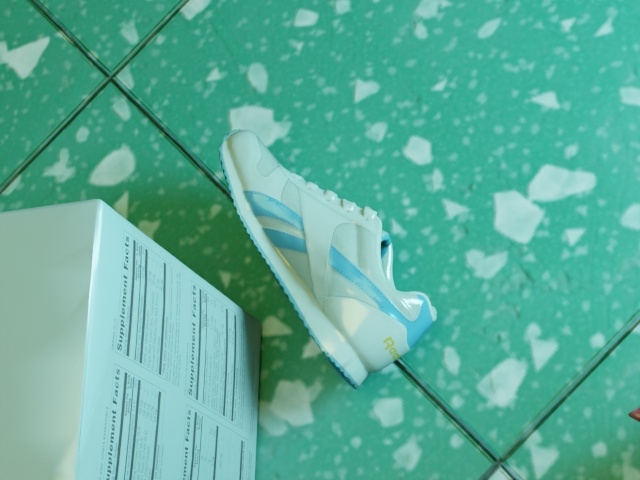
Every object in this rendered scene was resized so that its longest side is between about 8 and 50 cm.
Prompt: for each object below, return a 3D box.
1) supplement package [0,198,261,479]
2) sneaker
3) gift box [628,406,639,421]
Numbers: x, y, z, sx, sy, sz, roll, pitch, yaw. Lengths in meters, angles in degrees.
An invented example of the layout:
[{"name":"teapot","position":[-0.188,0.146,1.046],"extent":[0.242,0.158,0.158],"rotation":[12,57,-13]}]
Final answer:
[{"name":"supplement package","position":[-0.186,0.118,1.025],"extent":[0.199,0.262,0.198],"rotation":[-7,67,20]},{"name":"sneaker","position":[0.000,0.000,1.108],"extent":[0.092,0.087,0.229],"rotation":[-33,68,-1]},{"name":"gift box","position":[0.312,0.144,0.819],"extent":[0.276,0.258,0.255],"rotation":[-22,63,4]}]
